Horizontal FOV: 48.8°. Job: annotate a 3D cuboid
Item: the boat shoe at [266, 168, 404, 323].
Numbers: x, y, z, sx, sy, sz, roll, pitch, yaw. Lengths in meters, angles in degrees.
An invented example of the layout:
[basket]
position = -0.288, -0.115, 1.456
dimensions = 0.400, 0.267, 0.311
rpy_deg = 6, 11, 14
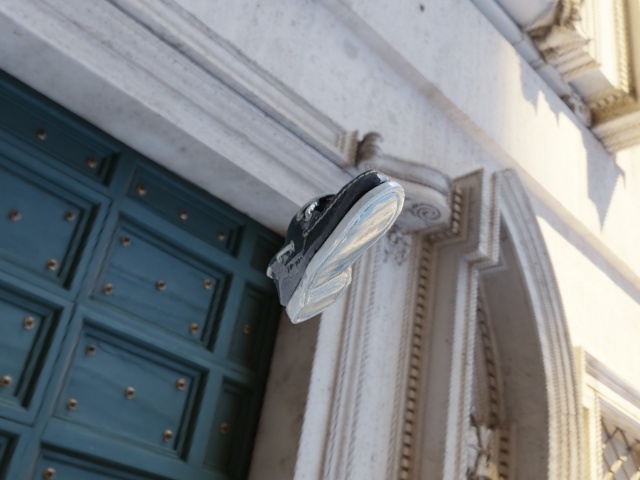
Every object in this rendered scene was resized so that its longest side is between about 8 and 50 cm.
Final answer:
[boat shoe]
position = 0.000, 0.000, 0.822
dimensions = 0.091, 0.114, 0.302
rpy_deg = 56, -34, 16
